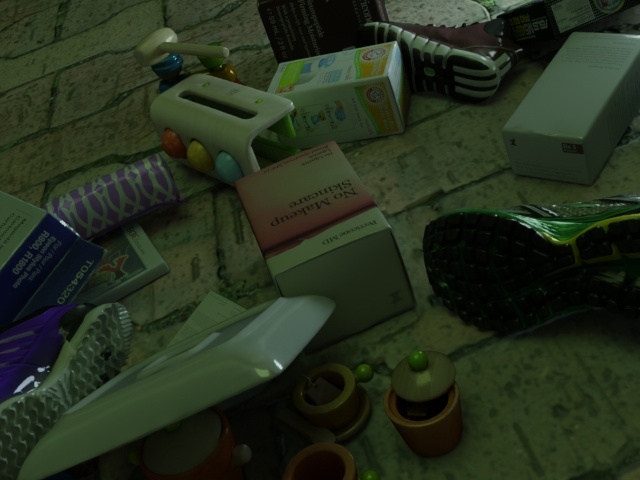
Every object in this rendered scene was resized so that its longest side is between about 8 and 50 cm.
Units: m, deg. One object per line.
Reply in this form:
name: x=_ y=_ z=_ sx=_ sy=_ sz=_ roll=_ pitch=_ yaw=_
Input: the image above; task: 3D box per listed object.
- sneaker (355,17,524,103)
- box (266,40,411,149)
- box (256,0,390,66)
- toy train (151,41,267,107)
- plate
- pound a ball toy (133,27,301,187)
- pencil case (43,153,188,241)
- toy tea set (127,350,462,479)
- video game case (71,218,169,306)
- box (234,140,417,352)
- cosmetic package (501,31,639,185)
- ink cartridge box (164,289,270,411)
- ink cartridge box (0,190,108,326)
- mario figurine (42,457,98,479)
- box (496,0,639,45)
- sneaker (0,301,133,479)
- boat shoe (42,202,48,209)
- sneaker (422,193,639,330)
sneaker: x=0.203 y=-0.311 z=1.442 sx=0.281 sy=0.107 sz=0.162 roll=28 pitch=53 yaw=35
box: x=0.031 y=-0.225 z=1.399 sx=0.203 sy=0.103 sz=0.114 roll=-6 pitch=38 yaw=20
box: x=0.011 y=-0.408 z=1.595 sx=0.203 sy=0.169 sz=0.167 roll=-13 pitch=36 yaw=12
toy train: x=-0.162 y=-0.278 z=1.534 sx=0.247 sy=0.143 sz=0.105 roll=-13 pitch=36 yaw=12
plate: x=-0.133 y=0.130 z=0.887 sx=0.277 sy=0.045 sz=0.278 roll=-25 pitch=3 yaw=14
pound a ball toy: x=-0.175 y=-0.193 z=1.374 sx=0.135 sy=0.208 sz=0.319 roll=-39 pitch=39 yaw=-24
pencil case: x=-0.310 y=-0.054 z=1.334 sx=0.206 sy=0.086 sz=0.088 roll=-27 pitch=70 yaw=-6
toy tea set: x=-0.027 y=0.188 z=0.865 sx=0.336 sy=0.124 sz=0.200 roll=-31 pitch=36 yaw=-13
video game case: x=-0.339 y=0.046 z=1.304 sx=0.201 sy=0.023 sz=0.183 roll=-30 pitch=36 yaw=-12
box: x=0.000 y=0.000 z=1.098 sx=0.148 sy=0.127 sz=0.232 roll=-23 pitch=35 yaw=-3
cosmetic package: x=0.348 y=-0.181 z=1.187 sx=0.117 sy=0.086 sz=0.231 roll=14 pitch=53 yaw=39
ink cartridge box: x=-0.131 y=0.159 z=1.049 sx=0.145 sy=0.045 sz=0.179 roll=23 pitch=72 yaw=44
ink cartridge box: x=-0.491 y=0.085 z=1.221 sx=0.330 sy=0.071 sz=0.324 roll=17 pitch=67 yaw=43
mario figurine: x=-0.416 y=0.230 z=0.966 sx=0.320 sy=0.170 sz=0.198 roll=-18 pitch=0 yaw=-8
box: x=0.431 y=-0.377 z=1.361 sx=0.270 sy=0.060 sz=0.216 roll=-24 pitch=10 yaw=-4
sneaker: x=-0.328 y=0.161 z=0.924 sx=0.146 sy=0.102 sz=0.293 roll=7 pitch=30 yaw=21
boat shoe: x=-0.446 y=-0.027 z=1.434 sx=0.136 sy=0.049 sz=0.043 roll=-18 pitch=38 yaw=9
sneaker: x=0.267 y=0.020 z=0.962 sx=0.343 sy=0.134 sz=0.146 roll=2 pitch=16 yaw=35
